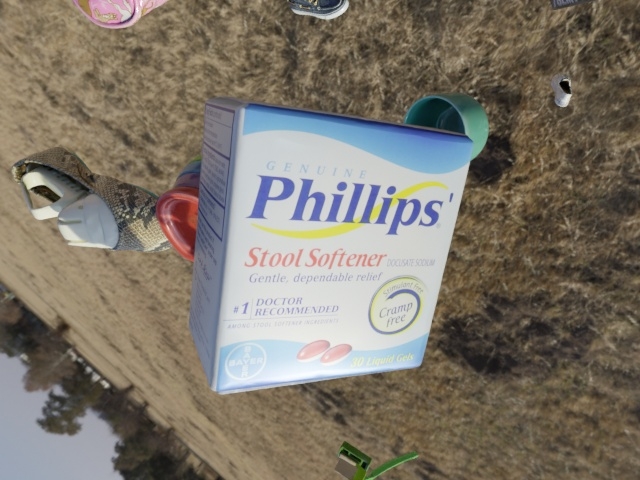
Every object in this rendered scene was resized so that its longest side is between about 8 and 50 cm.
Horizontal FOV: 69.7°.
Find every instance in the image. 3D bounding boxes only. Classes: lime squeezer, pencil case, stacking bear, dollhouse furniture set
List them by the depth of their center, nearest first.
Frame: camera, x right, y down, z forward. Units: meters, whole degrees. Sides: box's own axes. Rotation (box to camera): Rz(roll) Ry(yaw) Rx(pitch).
[{"bbox_3d":[0.030,0.414,0.762,0.059,0.151,0.076,25,130,17],"label":"dollhouse furniture set"},{"bbox_3d":[0.077,0.468,0.810,0.110,0.310,0.058,23,129,19],"label":"lime squeezer"},{"bbox_3d":[-0.196,-0.120,0.954,0.176,0.289,0.164,-15,124,33],"label":"stacking bear"},{"bbox_3d":[-0.357,-0.559,0.955,0.167,0.386,0.160,-24,116,31],"label":"pencil case"}]

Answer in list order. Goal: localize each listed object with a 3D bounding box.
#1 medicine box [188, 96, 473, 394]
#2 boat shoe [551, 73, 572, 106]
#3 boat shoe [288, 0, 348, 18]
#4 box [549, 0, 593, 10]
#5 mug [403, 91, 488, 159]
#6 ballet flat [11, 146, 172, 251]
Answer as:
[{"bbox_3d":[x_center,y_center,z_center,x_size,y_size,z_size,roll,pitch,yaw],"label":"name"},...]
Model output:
[{"bbox_3d":[0.000,0.000,0.534,0.149,0.264,0.289,-142,57,-59],"label":"medicine box"},{"bbox_3d":[0.499,-0.319,0.944,0.035,0.100,0.035,16,144,6],"label":"boat shoe"},{"bbox_3d":[-0.020,-0.638,1.211,0.184,0.065,0.083,18,175,30],"label":"boat shoe"},{"bbox_3d":[0.499,-0.441,0.625,0.294,0.295,0.073,-28,106,16],"label":"box"},{"bbox_3d":[0.216,-0.200,0.811,0.158,0.098,0.129,42,136,32],"label":"mug"},{"bbox_3d":[-0.525,-0.077,1.009,0.483,0.182,0.163,27,124,28],"label":"ballet flat"}]
